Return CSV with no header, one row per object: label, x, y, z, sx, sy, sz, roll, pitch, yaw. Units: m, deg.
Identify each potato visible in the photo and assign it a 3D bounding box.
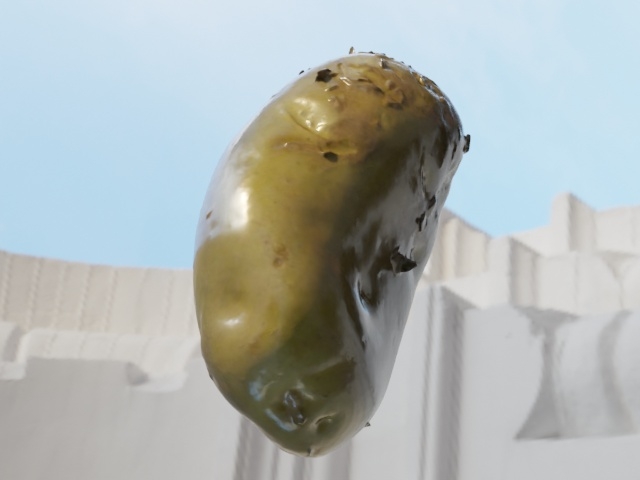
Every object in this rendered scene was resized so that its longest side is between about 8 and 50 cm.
potato,0.000,0.000,0.360,0.138,0.070,0.091,-64,-30,-33
